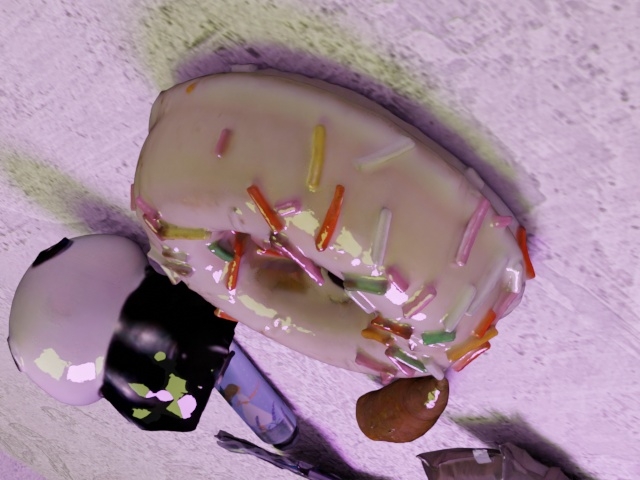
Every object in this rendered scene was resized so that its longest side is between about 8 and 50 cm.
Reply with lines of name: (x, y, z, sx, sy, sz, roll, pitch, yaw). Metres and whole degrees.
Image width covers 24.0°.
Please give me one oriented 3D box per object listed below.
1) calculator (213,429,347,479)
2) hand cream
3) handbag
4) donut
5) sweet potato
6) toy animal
calculator: (-0.036, 0.335, 2.212, 0.166, 0.028, 0.274, 16, 169, 28)
hand cream: (-0.106, 0.195, 2.027, 0.091, 0.058, 0.271, 0, 142, 32)
handbag: (0.256, 0.317, 1.777, 0.270, 0.117, 0.182, 38, 148, -20)
donut: (0.000, 0.000, 1.341, 0.383, 0.142, 0.382, 24, 159, 10)
sweet potato: (0.105, 0.191, 1.715, 0.077, 0.077, 0.244, 33, 159, -11)
toy animal: (-0.231, 0.108, 1.783, 0.267, 0.212, 0.212, 22, 158, 4)
